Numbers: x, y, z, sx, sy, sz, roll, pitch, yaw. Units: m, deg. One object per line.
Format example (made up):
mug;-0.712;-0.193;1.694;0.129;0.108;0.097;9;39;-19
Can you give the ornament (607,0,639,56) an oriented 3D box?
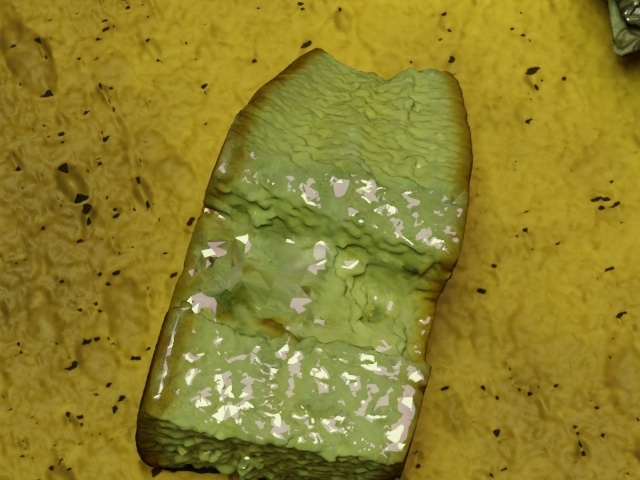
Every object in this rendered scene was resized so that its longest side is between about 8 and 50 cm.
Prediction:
ornament;0.178;-0.177;0.862;0.166;0.153;0.196;-35;64;-11

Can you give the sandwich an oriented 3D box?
sandwich;0.000;0.000;0.803;0.122;0.128;0.236;15;72;-2
